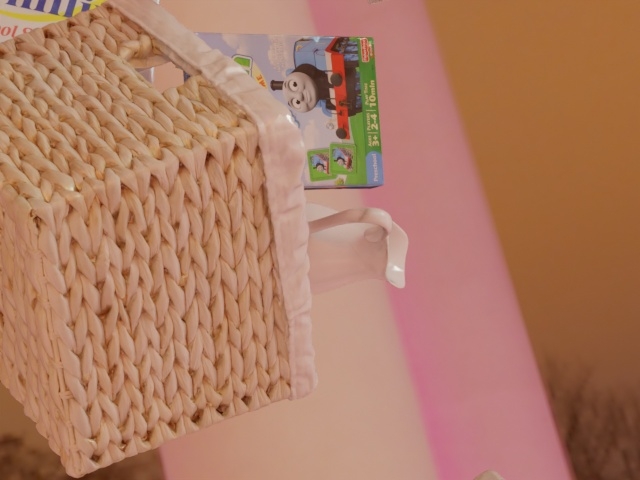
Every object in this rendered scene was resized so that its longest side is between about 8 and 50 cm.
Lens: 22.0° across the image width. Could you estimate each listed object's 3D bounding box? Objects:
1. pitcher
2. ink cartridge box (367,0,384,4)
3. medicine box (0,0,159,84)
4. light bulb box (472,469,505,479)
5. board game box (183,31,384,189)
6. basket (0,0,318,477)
[{"bbox_3d":[0.000,0.000,2.124,0.207,0.125,0.178,1,-27,11],"label":"pitcher"},{"bbox_3d":[0.057,-0.394,1.727,0.100,0.172,0.237,-14,-49,17],"label":"ink cartridge box"},{"bbox_3d":[-0.361,-0.222,2.159,0.263,0.289,0.149,10,-26,-19],"label":"medicine box"},{"bbox_3d":[0.158,0.382,0.893,0.225,0.361,0.358,-36,26,-7],"label":"light bulb box"},{"bbox_3d":[-0.037,-0.131,1.693,0.211,0.160,0.039,-3,-3,-29],"label":"board game box"},{"bbox_3d":[-0.197,-0.013,1.570,0.266,0.328,0.331,-21,-52,-24],"label":"basket"}]
